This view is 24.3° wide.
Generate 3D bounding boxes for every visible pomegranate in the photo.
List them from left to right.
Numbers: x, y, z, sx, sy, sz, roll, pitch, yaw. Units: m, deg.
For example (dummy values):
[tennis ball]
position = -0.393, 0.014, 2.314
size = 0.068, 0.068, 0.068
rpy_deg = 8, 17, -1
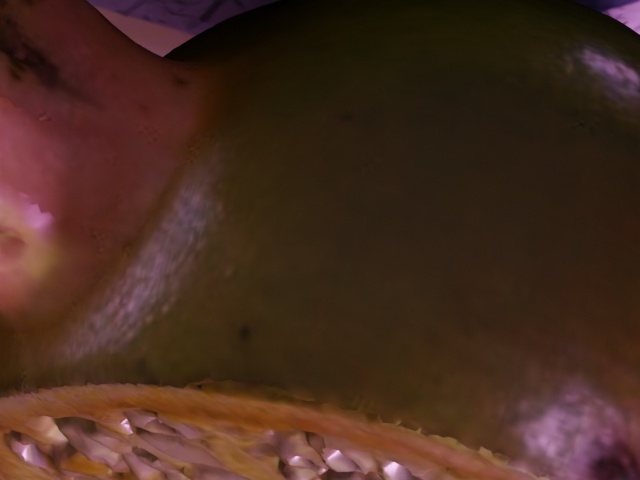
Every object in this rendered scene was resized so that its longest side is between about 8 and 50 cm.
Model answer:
[pomegranate]
position = 0.000, 0.000, 0.510
size = 0.358, 0.216, 0.310
rpy_deg = 40, 151, -24
